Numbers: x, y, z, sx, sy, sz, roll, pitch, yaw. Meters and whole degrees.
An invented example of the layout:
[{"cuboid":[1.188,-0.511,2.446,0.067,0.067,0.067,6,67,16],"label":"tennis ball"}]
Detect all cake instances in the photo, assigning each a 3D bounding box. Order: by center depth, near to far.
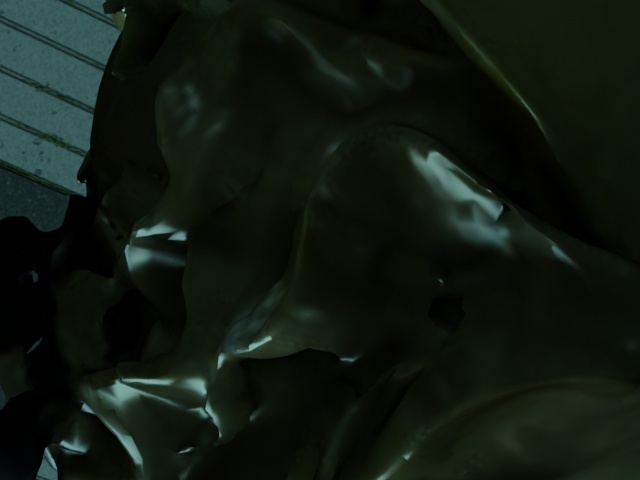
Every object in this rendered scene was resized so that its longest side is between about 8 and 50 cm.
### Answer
[{"cuboid":[0.000,-0.005,0.625,0.332,0.321,0.332,43,160,20],"label":"cake"}]
